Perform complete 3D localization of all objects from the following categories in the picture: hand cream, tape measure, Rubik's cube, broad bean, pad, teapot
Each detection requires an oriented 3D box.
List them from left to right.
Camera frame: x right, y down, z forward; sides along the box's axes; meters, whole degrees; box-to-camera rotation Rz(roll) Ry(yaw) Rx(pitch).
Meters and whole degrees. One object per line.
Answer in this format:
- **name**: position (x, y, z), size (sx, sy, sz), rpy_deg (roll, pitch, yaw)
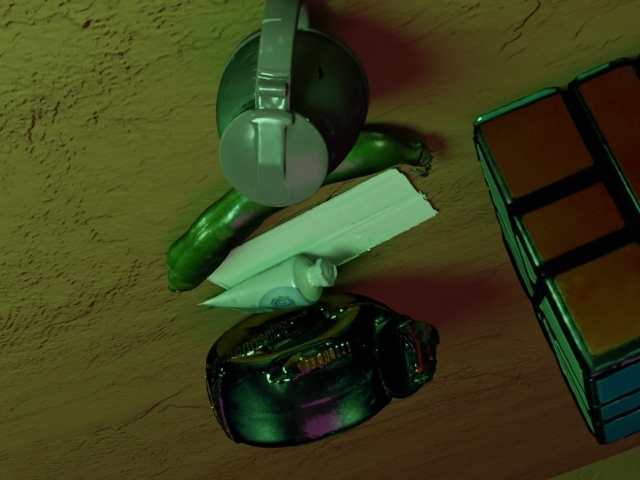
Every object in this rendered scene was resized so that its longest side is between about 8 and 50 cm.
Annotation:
- **hand cream**: position (-0.047, 0.054, 1.426), size (0.142, 0.053, 0.084), rpy_deg (-23, 159, 30)
- **broad bean**: position (-0.037, -0.030, 1.263), size (0.292, 0.049, 0.144), rpy_deg (-27, 156, 11)
- **teapot**: position (-0.018, -0.098, 1.008), size (0.116, 0.146, 0.148), rpy_deg (29, 120, -9)
- **tape measure**: position (-0.013, 0.131, 1.454), size (0.223, 0.135, 0.202), rpy_deg (-23, -163, -28)
- **pad**: position (0.000, 0.000, 1.409), size (0.232, 0.004, 0.156), rpy_deg (-27, 155, 13)
- **Rubik's cube**: position (0.333, -0.002, 1.337), size (0.283, 0.293, 0.288), rpy_deg (-21, 158, 6)
